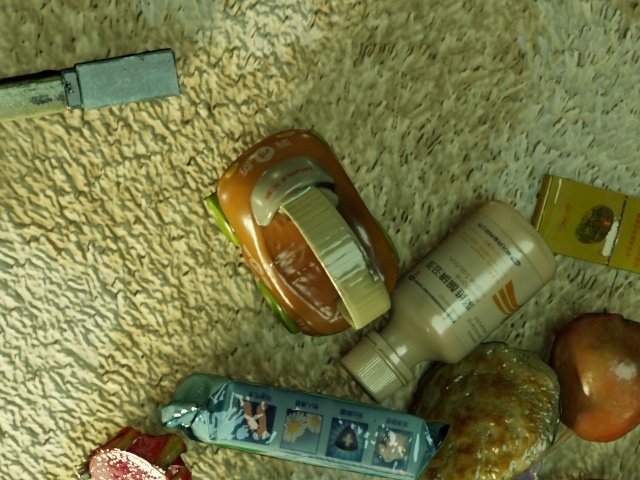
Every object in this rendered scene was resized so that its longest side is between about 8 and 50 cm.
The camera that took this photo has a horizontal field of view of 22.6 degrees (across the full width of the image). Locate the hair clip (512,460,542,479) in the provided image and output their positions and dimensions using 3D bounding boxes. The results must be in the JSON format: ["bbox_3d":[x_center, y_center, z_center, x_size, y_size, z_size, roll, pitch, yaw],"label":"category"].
[{"bbox_3d":[0.199,0.275,1.838,0.124,0.052,0.195,15,100,-11],"label":"hair clip"}]

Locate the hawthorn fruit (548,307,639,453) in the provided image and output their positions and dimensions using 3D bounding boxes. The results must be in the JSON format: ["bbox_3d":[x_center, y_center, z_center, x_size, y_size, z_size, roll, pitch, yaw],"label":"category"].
[{"bbox_3d":[0.324,0.165,1.812,0.149,0.149,0.189,-2,118,-15],"label":"hawthorn fruit"}]

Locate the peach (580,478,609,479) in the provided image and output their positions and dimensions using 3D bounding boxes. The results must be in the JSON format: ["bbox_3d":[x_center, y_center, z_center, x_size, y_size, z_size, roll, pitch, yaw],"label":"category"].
[{"bbox_3d":[0.302,0.393,1.833,0.251,0.153,0.251,-4,99,-26],"label":"peach"}]

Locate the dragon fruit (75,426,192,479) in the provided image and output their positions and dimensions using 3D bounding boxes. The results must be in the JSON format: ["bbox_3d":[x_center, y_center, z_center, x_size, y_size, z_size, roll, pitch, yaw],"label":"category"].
[{"bbox_3d":[-0.185,0.244,1.713,0.112,0.126,0.068,50,44,-13],"label":"dragon fruit"}]

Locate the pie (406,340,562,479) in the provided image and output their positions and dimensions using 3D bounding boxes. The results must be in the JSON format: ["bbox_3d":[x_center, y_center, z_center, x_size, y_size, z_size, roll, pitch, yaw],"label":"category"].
[{"bbox_3d":[0.179,0.197,1.776,0.193,0.079,0.163,-27,75,15],"label":"pie"}]

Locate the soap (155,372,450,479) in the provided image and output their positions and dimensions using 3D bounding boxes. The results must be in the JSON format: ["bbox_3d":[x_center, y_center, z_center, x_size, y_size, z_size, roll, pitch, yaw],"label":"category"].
[{"bbox_3d":[-0.025,0.198,1.708,0.293,0.156,0.077,13,83,-17],"label":"soap"}]

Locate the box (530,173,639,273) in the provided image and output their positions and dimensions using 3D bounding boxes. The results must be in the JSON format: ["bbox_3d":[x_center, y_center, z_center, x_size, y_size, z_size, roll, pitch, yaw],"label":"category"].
[{"bbox_3d":[0.317,-0.017,1.836,0.155,0.023,0.087,14,98,-17],"label":"box"}]

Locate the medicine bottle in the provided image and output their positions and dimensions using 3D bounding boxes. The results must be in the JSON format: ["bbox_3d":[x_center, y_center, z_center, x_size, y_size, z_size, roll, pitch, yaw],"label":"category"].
[{"bbox_3d":[0.135,0.073,1.753,0.252,0.114,0.114,-41,107,-5],"label":"medicine bottle"}]

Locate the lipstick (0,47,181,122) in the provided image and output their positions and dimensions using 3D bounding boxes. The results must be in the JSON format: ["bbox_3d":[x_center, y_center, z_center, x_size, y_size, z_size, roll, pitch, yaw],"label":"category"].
[{"bbox_3d":[-0.302,-0.147,1.634,0.312,0.051,0.051,-11,103,-11],"label":"lipstick"}]

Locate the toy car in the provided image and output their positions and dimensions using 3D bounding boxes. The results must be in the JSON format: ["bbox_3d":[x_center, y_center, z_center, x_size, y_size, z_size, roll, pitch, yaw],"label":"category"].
[{"bbox_3d":[0.000,0.000,1.650,0.145,0.235,0.235,-34,106,-8],"label":"toy car"}]
